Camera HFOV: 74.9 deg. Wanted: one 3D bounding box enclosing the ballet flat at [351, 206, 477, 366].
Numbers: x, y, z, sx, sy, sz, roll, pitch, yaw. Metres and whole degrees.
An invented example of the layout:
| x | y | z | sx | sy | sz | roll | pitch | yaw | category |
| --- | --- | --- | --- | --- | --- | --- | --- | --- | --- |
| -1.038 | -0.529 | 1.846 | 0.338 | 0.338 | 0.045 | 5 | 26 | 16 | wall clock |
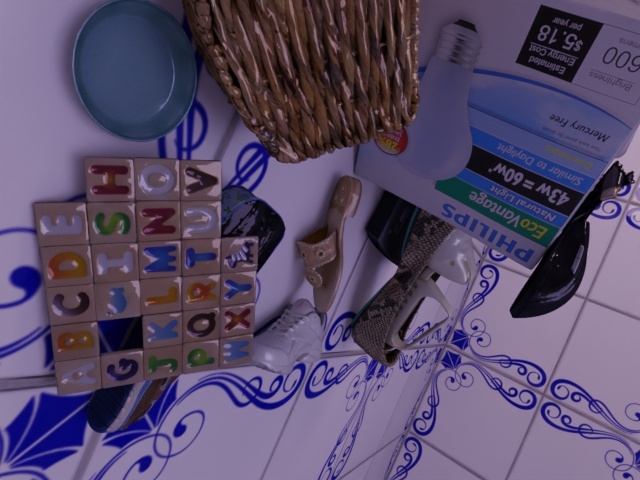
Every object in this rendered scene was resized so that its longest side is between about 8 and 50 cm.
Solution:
| x | y | z | sx | sy | sz | roll | pitch | yaw | category |
| --- | --- | --- | --- | --- | --- | --- | --- | --- | --- |
| 0.232 | 0.092 | 0.924 | 0.163 | 0.182 | 0.483 | -4 | 128 | -45 | ballet flat |

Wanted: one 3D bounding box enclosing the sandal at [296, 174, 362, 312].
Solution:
| x | y | z | sx | sy | sz | roll | pitch | yaw | category |
| --- | --- | --- | --- | --- | --- | --- | --- | --- | --- |
| -0.003 | -0.001 | 0.714 | 0.079 | 0.088 | 0.240 | 15 | 91 | -29 | sandal |

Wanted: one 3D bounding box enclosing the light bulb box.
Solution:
| x | y | z | sx | sy | sz | roll | pitch | yaw | category |
| --- | --- | --- | --- | --- | --- | --- | --- | --- | --- |
| 0.276 | -0.214 | 0.651 | 0.225 | 0.357 | 0.361 | -40 | 152 | -36 | light bulb box |

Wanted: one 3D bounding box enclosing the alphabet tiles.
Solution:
| x | y | z | sx | sy | sz | roll | pitch | yaw | category |
| --- | --- | --- | --- | --- | --- | --- | --- | --- | --- |
| -0.159 | 0.037 | 0.417 | 0.198 | 0.009 | 0.238 | -3 | 111 | -24 | alphabet tiles |

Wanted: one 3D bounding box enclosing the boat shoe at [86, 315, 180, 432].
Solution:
| x | y | z | sx | sy | sz | roll | pitch | yaw | category |
| --- | --- | --- | --- | --- | --- | --- | --- | --- | --- |
| -0.196 | 0.138 | 0.496 | 0.183 | 0.066 | 0.066 | -53 | 154 | -3 | boat shoe |

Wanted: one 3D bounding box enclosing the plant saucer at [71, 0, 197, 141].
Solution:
| x | y | z | sx | sy | sz | roll | pitch | yaw | category |
| --- | --- | --- | --- | --- | --- | --- | --- | --- | --- |
| -0.165 | -0.150 | 0.374 | 0.119 | 0.021 | 0.120 | -38 | 141 | -39 | plant saucer |

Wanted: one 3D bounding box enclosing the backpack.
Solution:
| x | y | z | sx | sy | sz | roll | pitch | yaw | category |
| --- | --- | --- | --- | --- | --- | --- | --- | --- | --- |
| -0.109 | -0.007 | 0.499 | 0.114 | 0.084 | 0.105 | -49 | 142 | -7 | backpack |

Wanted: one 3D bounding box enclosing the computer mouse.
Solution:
| x | y | z | sx | sy | sz | roll | pitch | yaw | category |
| --- | --- | --- | --- | --- | --- | --- | --- | --- | --- |
| 0.378 | 0.006 | 0.605 | 0.262 | 0.060 | 0.184 | -45 | 158 | -26 | computer mouse |

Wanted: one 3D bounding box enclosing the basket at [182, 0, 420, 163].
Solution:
| x | y | z | sx | sy | sz | roll | pitch | yaw | category |
| --- | --- | --- | --- | --- | --- | --- | --- | --- | --- |
| -0.037 | -0.261 | 0.431 | 0.213 | 0.223 | 0.299 | -20 | 136 | -8 | basket |

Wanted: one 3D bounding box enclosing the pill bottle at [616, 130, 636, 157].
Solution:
| x | y | z | sx | sy | sz | roll | pitch | yaw | category |
| --- | --- | --- | --- | --- | --- | --- | --- | --- | --- |
| 0.424 | -0.318 | 0.829 | 0.224 | 0.391 | 0.224 | -36 | 138 | -40 | pill bottle |

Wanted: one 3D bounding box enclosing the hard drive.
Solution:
| x | y | z | sx | sy | sz | roll | pitch | yaw | category |
| --- | --- | --- | --- | --- | --- | --- | --- | --- | --- |
| 0.189 | -0.036 | 0.992 | 0.172 | 0.054 | 0.254 | -63 | 150 | -5 | hard drive |

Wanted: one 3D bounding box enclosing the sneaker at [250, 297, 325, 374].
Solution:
| x | y | z | sx | sy | sz | roll | pitch | yaw | category |
| --- | --- | --- | --- | --- | --- | --- | --- | --- | --- |
| -0.057 | 0.155 | 0.718 | 0.232 | 0.090 | 0.116 | 14 | 92 | -69 | sneaker |
